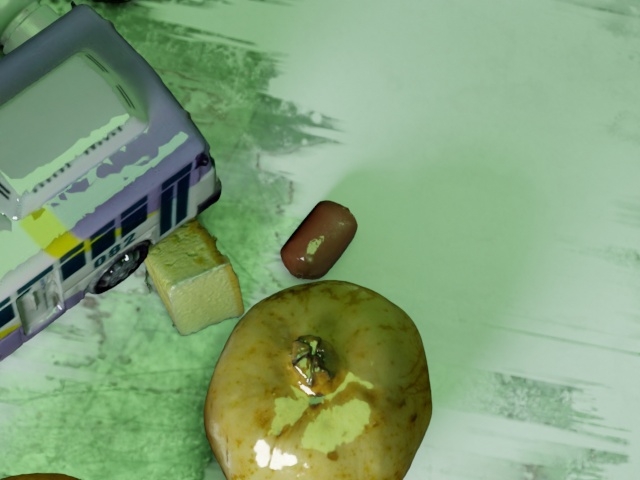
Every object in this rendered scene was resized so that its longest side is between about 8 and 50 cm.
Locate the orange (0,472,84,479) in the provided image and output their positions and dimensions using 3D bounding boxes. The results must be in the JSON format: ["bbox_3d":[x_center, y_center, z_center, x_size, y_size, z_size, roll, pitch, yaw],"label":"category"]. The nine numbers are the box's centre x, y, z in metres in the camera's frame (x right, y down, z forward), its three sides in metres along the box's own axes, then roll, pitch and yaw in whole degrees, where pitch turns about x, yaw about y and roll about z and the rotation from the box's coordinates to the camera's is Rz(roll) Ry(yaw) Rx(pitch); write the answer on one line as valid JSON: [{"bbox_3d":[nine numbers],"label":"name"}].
[{"bbox_3d":[-0.261,0.345,1.676,0.261,0.261,0.261,2,77,-10],"label":"orange"}]

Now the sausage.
[{"bbox_3d":[0.000,0.000,1.907,0.054,0.059,0.094,40,71,-6],"label":"sausage"}]

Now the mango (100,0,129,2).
[{"bbox_3d":[-0.252,-0.305,1.924,0.165,0.074,0.091,15,73,-7],"label":"mango"}]

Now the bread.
[{"bbox_3d":[-0.142,0.033,1.896,0.084,0.080,0.109,-25,47,-15],"label":"bread"}]

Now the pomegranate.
[{"bbox_3d":[-0.002,0.158,1.782,0.248,0.248,0.248,2,77,-10],"label":"pomegranate"}]

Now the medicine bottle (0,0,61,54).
[{"bbox_3d":[-0.375,-0.281,1.886,0.260,0.095,0.095,42,74,3],"label":"medicine bottle"}]

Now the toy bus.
[{"bbox_3d":[-0.316,-0.024,1.742,0.440,0.249,0.209,-37,78,-15],"label":"toy bus"}]
